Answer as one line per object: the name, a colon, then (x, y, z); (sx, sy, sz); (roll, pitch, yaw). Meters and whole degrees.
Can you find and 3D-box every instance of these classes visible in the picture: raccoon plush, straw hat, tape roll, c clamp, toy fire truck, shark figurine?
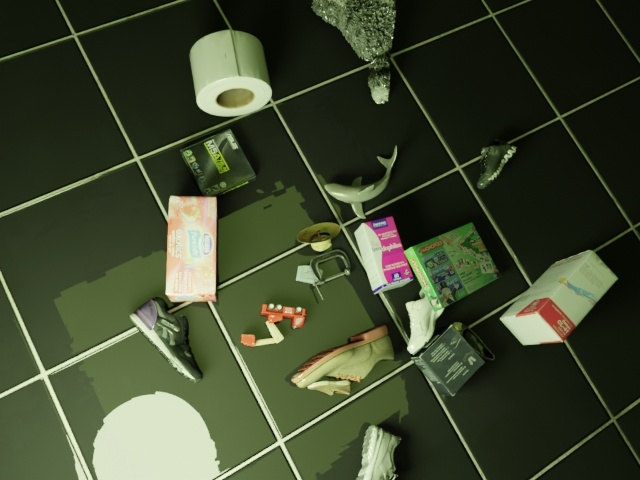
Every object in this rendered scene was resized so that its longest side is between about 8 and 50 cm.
raccoon plush: (0.106, -0.728, 1.829); (0.299, 0.216, 0.446); (2, 75, -1)
straw hat: (0.000, 0.000, 1.674); (0.144, 0.144, 0.061); (-20, 117, -15)
tape roll: (-0.292, -0.536, 1.676); (0.246, 0.246, 0.169); (-9, 78, -12)
c clamp: (0.034, 0.102, 1.669); (0.161, 0.022, 0.137); (-25, 75, -26)
toy fire truck: (-0.143, 0.266, 1.588); (0.192, 0.047, 0.135); (8, 74, -9)
shark figurine: (0.174, -0.191, 1.736); (0.278, 0.116, 0.166); (-31, 84, -14)

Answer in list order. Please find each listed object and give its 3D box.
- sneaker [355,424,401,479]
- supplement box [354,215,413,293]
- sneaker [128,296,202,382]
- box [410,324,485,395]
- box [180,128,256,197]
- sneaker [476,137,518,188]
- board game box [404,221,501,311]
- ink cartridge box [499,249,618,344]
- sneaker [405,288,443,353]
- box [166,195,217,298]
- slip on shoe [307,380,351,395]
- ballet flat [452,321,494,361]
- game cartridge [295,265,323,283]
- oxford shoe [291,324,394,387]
sneaker: (0.172, 0.695, 1.499); (0.115, 0.105, 0.281); (17, 72, -5)
supplement box: (0.204, 0.048, 1.676); (0.111, 0.114, 0.220); (-14, 76, -13)
sneaker: (-0.424, 0.284, 1.508); (0.283, 0.107, 0.124); (46, 67, 4)
box: (0.402, 0.380, 1.630); (0.156, 0.093, 0.158); (-39, 84, -17)
box: (-0.336, -0.248, 1.694); (0.184, 0.045, 0.190); (-26, 82, -13)
sneaker: (0.612, -0.283, 1.858); (0.106, 0.078, 0.234); (40, 68, 5)
board game box: (0.440, 0.079, 1.688); (0.317, 0.046, 0.213); (-19, 78, -35)
ink cartridge box: (0.772, 0.192, 1.678); (0.306, 0.226, 0.131); (-39, 85, -16)
sneaker: (0.318, 0.253, 1.663); (0.115, 0.090, 0.232); (29, 63, 5)
box: (-0.384, 0.028, 1.555); (0.142, 0.154, 0.300); (0, 74, -10)
slip on shoe: (0.029, 0.452, 1.569); (0.135, 0.051, 0.041); (2, 68, -17)
ballet flat: (0.503, 0.328, 1.685); (0.173, 0.049, 0.057); (42, 71, 3)
game cartridge: (-0.035, 0.110, 1.666); (0.083, 0.017, 0.056); (11, 77, -7)
oxford shoe: (0.081, 0.373, 1.544); (0.348, 0.123, 0.130); (-21, 84, -23)
